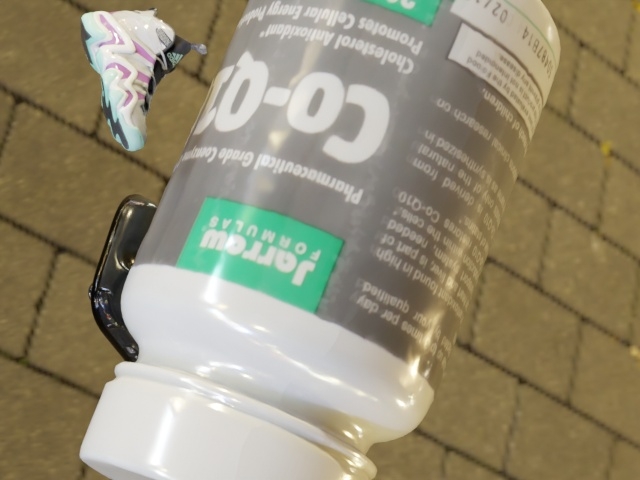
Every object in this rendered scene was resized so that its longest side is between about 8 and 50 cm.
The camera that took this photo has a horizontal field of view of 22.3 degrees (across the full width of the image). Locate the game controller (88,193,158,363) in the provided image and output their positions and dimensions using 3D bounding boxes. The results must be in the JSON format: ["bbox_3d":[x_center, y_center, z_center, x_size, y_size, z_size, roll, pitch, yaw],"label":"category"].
[{"bbox_3d":[-0.165,0.090,1.813,0.319,0.067,0.166,61,27,-50],"label":"game controller"}]

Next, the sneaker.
[{"bbox_3d":[-0.099,-0.101,0.964,0.069,0.038,0.098,-13,65,-14],"label":"sneaker"}]

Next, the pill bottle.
[{"bbox_3d":[0.000,0.000,1.008,0.204,0.204,0.361,32,72,-33],"label":"pill bottle"}]
